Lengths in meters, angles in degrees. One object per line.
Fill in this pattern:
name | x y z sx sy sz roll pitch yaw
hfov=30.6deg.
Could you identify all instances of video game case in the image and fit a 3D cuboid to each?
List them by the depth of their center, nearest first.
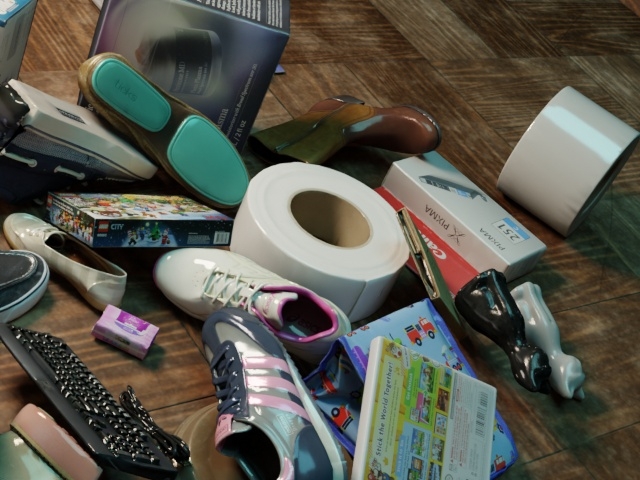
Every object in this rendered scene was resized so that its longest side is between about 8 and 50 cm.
video game case | 0.142 0.265 1.562 0.206 0.026 0.227 26 55 -22

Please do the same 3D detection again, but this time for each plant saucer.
plant saucer | -0.065 0.306 1.520 0.277 0.041 0.278 16 36 -12

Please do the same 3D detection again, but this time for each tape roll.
tape roll | 0.000 0.000 1.896 0.286 0.100 0.286 18 36 -13
tape roll | 0.478 -0.152 2.264 0.169 0.246 0.246 37 37 14

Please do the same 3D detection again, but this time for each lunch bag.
lunch bag | 0.147 0.254 1.659 0.221 0.138 0.293 -19 64 -48

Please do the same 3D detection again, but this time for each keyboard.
keyboard | -0.266 0.201 1.444 0.201 0.033 0.317 31 5 -46

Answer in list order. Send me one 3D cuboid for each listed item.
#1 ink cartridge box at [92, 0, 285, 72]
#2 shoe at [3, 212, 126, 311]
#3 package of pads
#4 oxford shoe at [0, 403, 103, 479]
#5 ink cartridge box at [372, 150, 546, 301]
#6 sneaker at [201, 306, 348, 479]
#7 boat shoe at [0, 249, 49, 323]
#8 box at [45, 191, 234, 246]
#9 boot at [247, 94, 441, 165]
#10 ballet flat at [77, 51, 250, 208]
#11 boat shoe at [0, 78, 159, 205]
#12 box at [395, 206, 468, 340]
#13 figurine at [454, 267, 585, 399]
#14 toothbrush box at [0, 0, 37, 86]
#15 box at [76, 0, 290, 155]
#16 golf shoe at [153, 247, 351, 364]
ink cartridge box | -0.259 -0.433 2.313 0.307 0.072 0.304 -15 52 -40
shoe | -0.363 0.017 1.679 0.219 0.058 0.076 34 35 14
package of pads | -0.270 0.126 1.624 0.083 0.032 0.050 25 36 -1
oxford shoe | -0.241 0.368 1.288 0.146 0.140 0.397 -41 74 -20
ink cartridge box | 0.222 -0.029 2.101 0.296 0.066 0.261 43 37 23
sneaker | -0.092 0.209 1.494 0.131 0.112 0.319 -5 44 -40
boat shoe | -0.480 0.052 1.525 0.301 0.102 0.108 -14 52 -42
box | -0.269 -0.032 1.744 0.233 0.044 0.159 0 16 -38
boot | 0.049 -0.188 2.127 0.264 0.096 0.280 26 32 25
ballet flat | -0.259 -0.176 1.890 0.342 0.116 0.124 37 -13 -28
boat shoe | -0.402 -0.122 1.799 0.127 0.158 0.340 46 11 32
box | 0.179 0.057 1.865 0.201 0.021 0.164 52 15 -60
figurine | 0.335 0.165 1.880 0.215 0.092 0.209 17 37 -52
toothbrush box | -0.620 -0.339 1.838 0.295 0.216 0.126 24 35 -1
box | -0.236 -0.310 1.973 0.294 0.296 0.183 15 37 -14
golf shoe | -0.096 0.078 1.677 0.306 0.140 0.115 20 78 2
